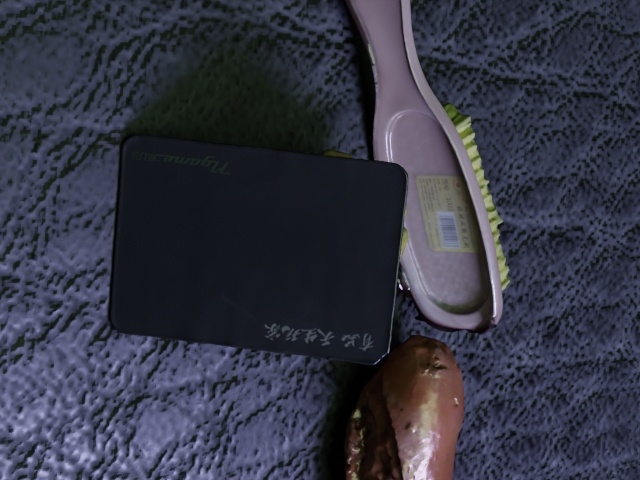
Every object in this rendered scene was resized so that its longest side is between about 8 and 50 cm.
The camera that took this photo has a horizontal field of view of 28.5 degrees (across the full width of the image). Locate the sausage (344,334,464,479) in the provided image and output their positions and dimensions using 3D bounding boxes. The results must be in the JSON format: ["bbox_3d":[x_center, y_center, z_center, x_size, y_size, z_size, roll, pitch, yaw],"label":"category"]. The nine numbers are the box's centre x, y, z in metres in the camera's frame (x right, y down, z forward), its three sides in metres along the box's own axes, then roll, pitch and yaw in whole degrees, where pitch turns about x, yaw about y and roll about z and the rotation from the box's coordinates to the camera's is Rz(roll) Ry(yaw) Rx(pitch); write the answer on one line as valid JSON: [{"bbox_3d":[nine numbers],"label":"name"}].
[{"bbox_3d":[0.061,0.220,0.831,0.087,0.079,0.327,-13,107,-24],"label":"sausage"}]

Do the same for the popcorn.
[{"bbox_3d":[-0.001,0.001,0.723,0.109,0.089,0.097,-40,106,6],"label":"popcorn"}]

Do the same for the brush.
[{"bbox_3d":[0.060,-0.088,0.777,0.067,0.072,0.313,-44,123,-49],"label":"brush"}]

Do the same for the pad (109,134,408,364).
[{"bbox_3d":[-0.035,0.005,0.682,0.157,0.003,0.112,6,99,5],"label":"pad"}]
